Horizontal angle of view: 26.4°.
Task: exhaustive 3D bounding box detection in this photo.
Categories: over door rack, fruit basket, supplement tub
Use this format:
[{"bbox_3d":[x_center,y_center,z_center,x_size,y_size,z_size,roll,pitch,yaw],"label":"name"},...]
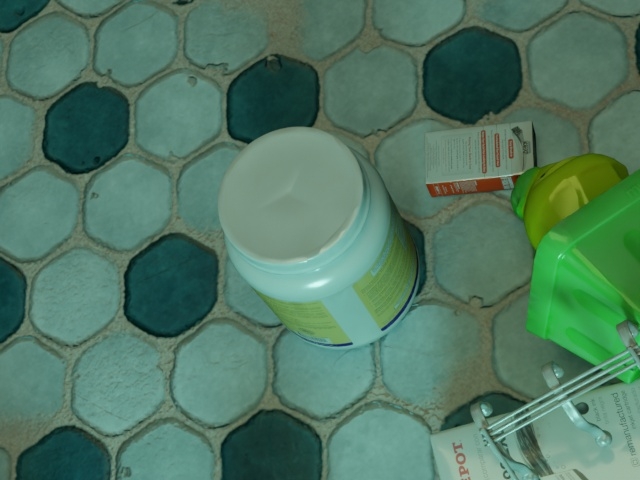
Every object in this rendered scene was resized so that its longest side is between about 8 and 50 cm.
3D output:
[{"bbox_3d":[0.365,0.292,1.688,0.239,0.108,0.324,-33,80,20],"label":"over door rack"},{"bbox_3d":[0.411,-0.030,1.876,0.392,0.283,0.392,-1,55,2],"label":"fruit basket"},{"bbox_3d":[0.000,0.000,1.955,0.241,0.331,0.241,-6,66,13],"label":"supplement tub"}]

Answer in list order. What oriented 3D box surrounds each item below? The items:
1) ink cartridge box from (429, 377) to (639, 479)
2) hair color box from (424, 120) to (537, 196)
[{"bbox_3d":[0.325,0.337,1.833,0.308,0.129,0.223,-16,66,8],"label":"ink cartridge box"},{"bbox_3d":[0.247,-0.125,2.094,0.167,0.053,0.093,-5,65,15],"label":"hair color box"}]
